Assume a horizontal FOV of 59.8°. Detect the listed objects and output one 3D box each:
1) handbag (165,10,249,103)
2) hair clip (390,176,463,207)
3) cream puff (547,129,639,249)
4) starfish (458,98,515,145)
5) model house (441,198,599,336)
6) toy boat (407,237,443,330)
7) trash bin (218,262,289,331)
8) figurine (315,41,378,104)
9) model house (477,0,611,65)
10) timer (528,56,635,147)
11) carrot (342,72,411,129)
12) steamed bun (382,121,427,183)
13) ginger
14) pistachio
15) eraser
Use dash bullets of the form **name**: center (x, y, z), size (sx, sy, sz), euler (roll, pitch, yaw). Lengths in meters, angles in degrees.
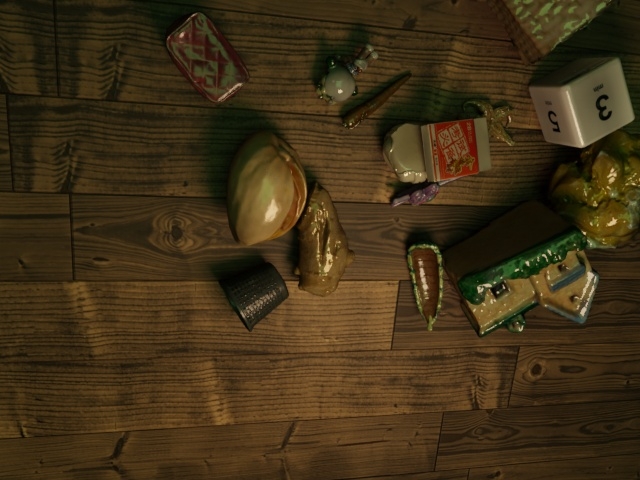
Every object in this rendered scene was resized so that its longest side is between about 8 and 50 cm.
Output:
- **handbag**: center (-0.290, -0.463, 1.413), size (0.146, 0.135, 0.225), euler (-39, 115, 0)
- **hair clip**: center (0.340, -0.169, 1.658), size (0.278, 0.137, 0.090), euler (-38, 86, -3)
- **cream puff**: center (0.853, -0.162, 1.705), size (0.378, 0.275, 0.379), euler (-24, 120, -49)
- **starfish**: center (0.514, -0.350, 1.676), size (0.209, 0.053, 0.150), euler (35, 101, -22)
- **model house**: center (0.616, 0.130, 1.705), size (0.382, 0.335, 0.343), euler (-28, 109, 7)
- **toy boat**: center (0.336, 0.132, 1.752), size (0.108, 0.099, 0.293), euler (-3, 107, 19)
- **trash bin**: center (-0.184, 0.153, 1.617), size (0.161, 0.175, 0.176), euler (-30, 111, -15)
- **figurine**: center (0.069, -0.456, 1.523), size (0.197, 0.093, 0.147), euler (-51, 133, -3)
- **model house**: center (0.621, -0.757, 1.445), size (0.445, 0.395, 0.400), euler (-39, 96, 19)
- **timer**: center (0.765, -0.408, 1.639), size (0.192, 0.194, 0.195), euler (-28, 111, -3)
- **carrot**: center (0.162, -0.400, 1.586), size (0.254, 0.049, 0.049), euler (-38, 111, -4)
- **steamed bun**: center (0.264, -0.253, 1.609), size (0.182, 0.106, 0.183), euler (1, 85, -10)
- **ginger**: center (0.000, 0.000, 1.623), size (0.189, 0.126, 0.354), euler (-11, 110, -4)
- **pistachio**: center (-0.154, -0.140, 1.509), size (0.229, 0.230, 0.309), euler (7, 108, -15)
- **eraser**: center (0.388, -0.260, 1.576), size (0.230, 0.038, 0.157), euler (-13, 99, -30)
